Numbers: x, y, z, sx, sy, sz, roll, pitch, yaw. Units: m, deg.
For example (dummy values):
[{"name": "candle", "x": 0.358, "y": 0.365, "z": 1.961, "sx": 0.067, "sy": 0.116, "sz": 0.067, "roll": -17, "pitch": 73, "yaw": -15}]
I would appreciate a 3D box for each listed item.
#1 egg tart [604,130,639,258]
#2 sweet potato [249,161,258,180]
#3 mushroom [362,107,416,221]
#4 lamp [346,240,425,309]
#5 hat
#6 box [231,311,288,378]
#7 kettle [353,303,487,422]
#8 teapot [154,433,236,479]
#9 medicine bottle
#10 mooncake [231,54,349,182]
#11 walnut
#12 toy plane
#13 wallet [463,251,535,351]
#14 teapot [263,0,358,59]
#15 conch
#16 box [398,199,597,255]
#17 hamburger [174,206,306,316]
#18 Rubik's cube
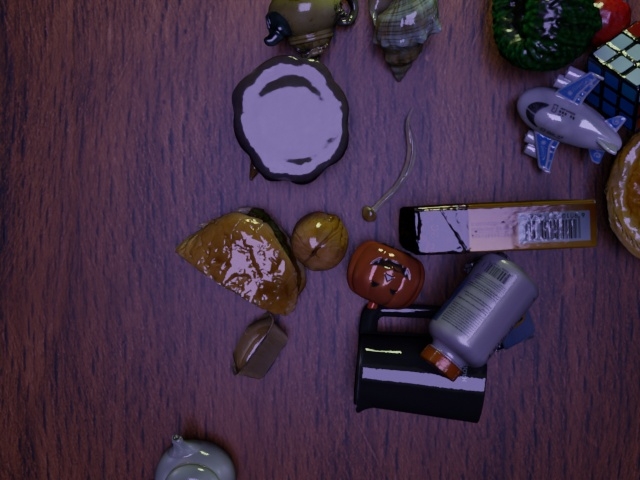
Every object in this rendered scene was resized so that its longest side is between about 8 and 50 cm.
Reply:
[{"name": "egg tart", "x": 0.877, "y": -0.113, "z": 1.869, "sx": 0.388, "sy": 0.169, "sz": 0.387, "roll": 0, "pitch": 91, "yaw": 6}, {"name": "sweet potato", "x": -0.163, "y": -0.207, "z": 1.948, "sx": 0.026, "sy": 0.026, "sz": 0.115, "roll": 7, "pitch": 91, "yaw": 0}, {"name": "mushroom", "x": 0.192, "y": -0.182, "z": 1.941, "sx": 0.068, "sy": 0.043, "sz": 0.306, "roll": 26, "pitch": 92, "yaw": -26}, {"name": "lamp", "x": 0.154, "y": 0.093, "z": 1.880, "sx": 0.188, "sy": 0.187, "sz": 0.163, "roll": 24, "pitch": 91, "yaw": -1}, {"name": "hat", "x": 0.583, "y": -0.538, "z": 1.845, "sx": 0.332, "sy": 0.242, "sz": 0.274, "roll": -2, "pitch": 101, "yaw": -25}, {"name": "box", "x": -0.159, "y": 0.266, "z": 1.939, "sx": 0.111, "sy": 0.111, "sz": 0.177, "roll": 33, "pitch": 93, "yaw": -1}, {"name": "kettle", "x": 0.241, "y": 0.298, "z": 1.891, "sx": 0.308, "sy": 0.203, "sz": 0.262, "roll": 6, "pitch": 96, "yaw": 3}, {"name": "teapot", "x": -0.360, "y": 0.644, "z": 1.940, "sx": 0.220, "sy": 0.149, "sz": 0.318, "roll": 40, "pitch": 92, "yaw": 0}, {"name": "medicine bottle", "x": 0.352, "y": 0.180, "z": 1.759, "sx": 0.157, "sy": 0.157, "sz": 0.288, "roll": 40, "pitch": 84, "yaw": -2}, {"name": "mooncake", "x": -0.072, "y": -0.286, "z": 1.871, "sx": 0.306, "sy": 0.154, "sz": 0.305, "roll": 0, "pitch": 89, "yaw": -4}, {"name": "walnut", "x": 0.000, "y": 0.000, "z": 1.888, "sx": 0.144, "sy": 0.180, "sz": 0.144, "roll": 1, "pitch": 117, "yaw": 2}, {"name": "toy plane", "x": 0.595, "y": -0.283, "z": 1.854, "sx": 0.267, "sy": 0.122, "sz": 0.266, "roll": 10, "pitch": 116, "yaw": 21}, {"name": "wallet", "x": 0.445, "y": 0.145, "z": 1.903, "sx": 0.170, "sy": 0.069, "sz": 0.230, "roll": -15, "pitch": 87, "yaw": -39}, {"name": "teapot", "x": -0.020, "y": -0.527, "z": 1.861, "sx": 0.270, "sy": 0.173, "sz": 0.182, "roll": -20, "pitch": 107, "yaw": -26}, {"name": "conch", "x": 0.202, "y": -0.573, "z": 1.851, "sx": 0.203, "sy": 0.170, "sz": 0.386, "roll": 22, "pitch": 114, "yaw": 34}, {"name": "box", "x": 0.404, "y": -0.035, "z": 1.835, "sx": 0.416, "sy": 0.264, "sz": 0.115, "roll": -3, "pitch": 94, "yaw": -1}, {"name": "hamburger", "x": -0.174, "y": 0.023, "z": 1.895, "sx": 0.330, "sy": 0.162, "sz": 0.209, "roll": 27, "pitch": 95, "yaw": 4}, {"name": "Rubik's cube", "x": 0.740, "y": -0.385, "z": 1.822, "sx": 0.163, "sy": 0.160, "sz": 0.162, "roll": -35, "pitch": 56, "yaw": -5}]
